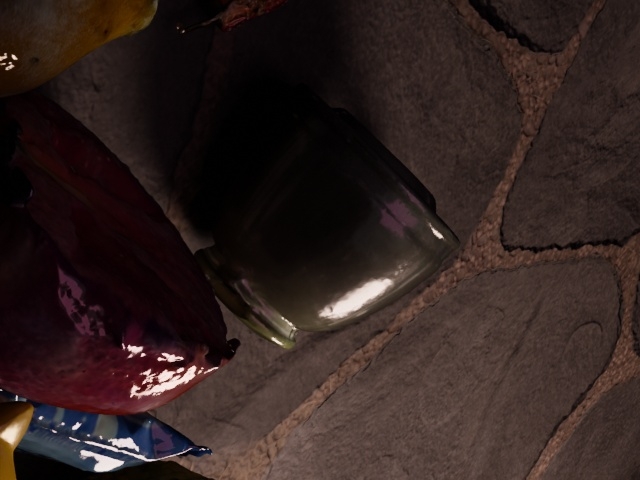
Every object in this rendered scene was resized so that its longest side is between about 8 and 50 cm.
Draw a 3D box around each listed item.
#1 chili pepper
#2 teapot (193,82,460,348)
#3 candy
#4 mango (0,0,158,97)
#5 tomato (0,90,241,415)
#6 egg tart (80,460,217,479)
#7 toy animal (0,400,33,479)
[{"bbox_3d":[-0.046,-0.259,1.372,0.268,0.050,0.059,-36,157,-31],"label":"chili pepper"},{"bbox_3d":[-0.015,-0.015,1.483,0.239,0.321,0.239,-44,102,3],"label":"teapot"},{"bbox_3d":[-0.260,0.168,1.308,0.331,0.187,0.077,34,62,-50],"label":"candy"},{"bbox_3d":[-0.244,-0.210,1.100,0.316,0.146,0.193,-13,111,-49],"label":"mango"},{"bbox_3d":[-0.219,0.041,1.159,0.176,0.335,0.289,-42,125,9],"label":"tomato"},{"bbox_3d":[-0.220,0.306,1.465,0.278,0.095,0.279,-22,155,-11],"label":"egg tart"},{"bbox_3d":[-0.337,0.175,1.043,0.229,0.156,0.156,7,107,-54],"label":"toy animal"}]
